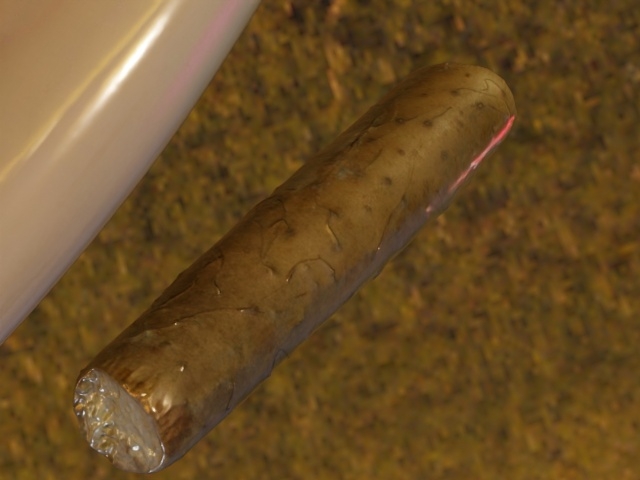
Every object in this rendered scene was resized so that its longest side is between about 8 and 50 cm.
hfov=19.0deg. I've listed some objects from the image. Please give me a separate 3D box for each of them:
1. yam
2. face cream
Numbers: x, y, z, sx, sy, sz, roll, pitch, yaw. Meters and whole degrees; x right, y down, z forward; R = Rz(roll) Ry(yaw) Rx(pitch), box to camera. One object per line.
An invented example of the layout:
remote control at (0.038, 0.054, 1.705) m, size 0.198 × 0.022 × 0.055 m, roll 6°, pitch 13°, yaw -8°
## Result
yam at (0.000, 0.000, 1.060) m, size 0.371 × 0.083 × 0.083 m, roll -45°, pitch 179°, yaw -45°
face cream at (-0.065, -0.041, 0.478) m, size 0.182 × 0.072 × 0.051 m, roll -56°, pitch 141°, yaw -16°
